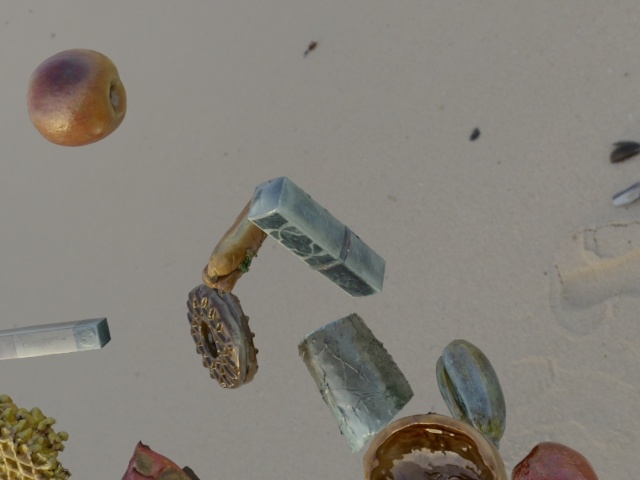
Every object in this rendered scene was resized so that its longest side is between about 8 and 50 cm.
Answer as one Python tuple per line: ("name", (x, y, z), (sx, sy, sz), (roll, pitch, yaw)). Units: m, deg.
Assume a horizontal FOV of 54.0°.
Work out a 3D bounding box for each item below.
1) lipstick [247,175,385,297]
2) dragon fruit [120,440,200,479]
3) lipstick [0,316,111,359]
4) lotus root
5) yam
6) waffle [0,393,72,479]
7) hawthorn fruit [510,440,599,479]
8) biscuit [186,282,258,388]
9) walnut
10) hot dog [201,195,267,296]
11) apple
("lipstick", (0.000, 0.000, 1.047), (0.077, 0.290, 0.076), (-14, 51, 37))
("dragon fruit", (-0.165, 0.354, 0.552), (0.211, 0.134, 0.262), (-91, 24, -74))
("lipstick", (-0.697, 0.250, 1.586), (0.318, 0.066, 0.068), (-7, 11, 6))
("lotus root", (0.398, 0.401, 1.589), (0.158, 0.140, 0.322), (109, 152, -44))
("yam", (0.100, 0.394, 1.787), (0.241, 0.241, 0.348), (-38, 77, 24))
("waffle", (-0.433, 0.324, 0.913), (0.193, 0.197, 0.070), (-51, -6, 32))
("hawthorn fruit", (0.489, 0.510, 1.284), (0.189, 0.189, 0.189), (-28, 46, 33))
("biscuit", (-0.288, 0.276, 1.829), (0.332, 0.103, 0.332), (34, 133, 47))
("walnut", (0.164, 0.315, 0.832), (0.211, 0.087, 0.167), (7, 82, 41))
("hot dog", (-0.139, 0.001, 1.151), (0.109, 0.072, 0.269), (-60, 2, 45))
("apple", (-0.487, -0.287, 1.246), (0.173, 0.160, 0.195), (-1, 71, 10))
